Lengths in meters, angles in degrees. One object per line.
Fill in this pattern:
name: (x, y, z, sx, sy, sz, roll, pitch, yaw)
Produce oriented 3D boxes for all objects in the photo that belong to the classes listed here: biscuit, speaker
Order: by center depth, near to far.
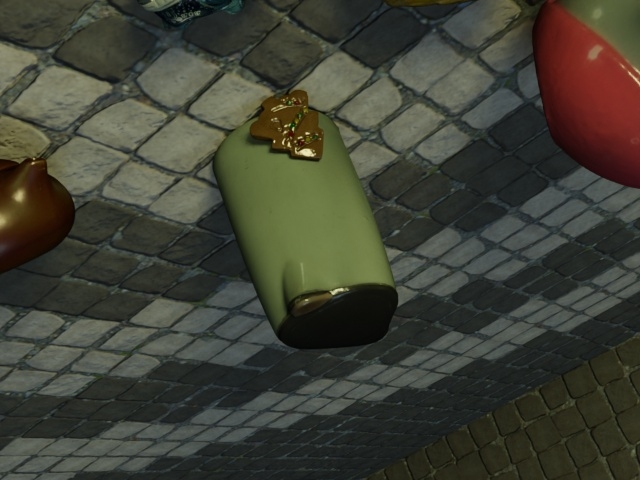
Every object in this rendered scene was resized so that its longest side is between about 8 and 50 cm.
speaker: (0.370, -0.200, 0.883, 0.294, 0.294, 0.294, -16, 152, -9)
biscuit: (-0.031, -0.124, 0.947, 0.082, 0.092, 0.016, -37, 169, -16)

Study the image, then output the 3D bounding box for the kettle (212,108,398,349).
kettle: (0.000, 0.000, 1.013, 0.165, 0.255, 0.240, -32, 150, 17)

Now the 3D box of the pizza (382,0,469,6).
pizza: (0.101, -0.314, 0.716, 0.189, 0.071, 0.297, -12, 150, 11)

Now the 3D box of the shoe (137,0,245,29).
shoe: (-0.089, -0.229, 0.749, 0.143, 0.064, 0.071, -21, 151, 8)

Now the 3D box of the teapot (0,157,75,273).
teapot: (-0.366, -0.026, 0.884, 0.252, 0.135, 0.178, -15, -173, 29)
